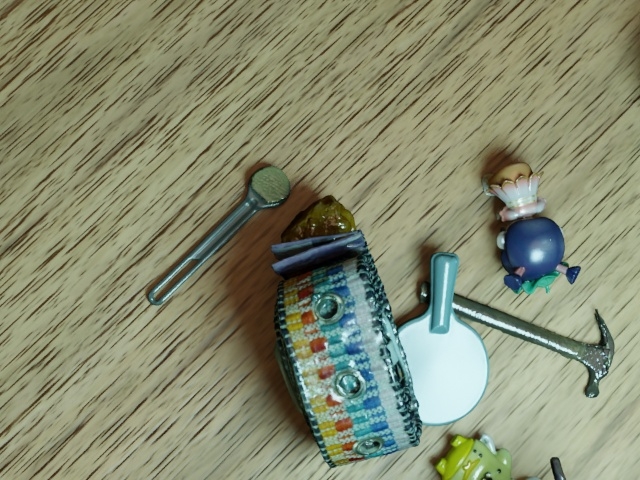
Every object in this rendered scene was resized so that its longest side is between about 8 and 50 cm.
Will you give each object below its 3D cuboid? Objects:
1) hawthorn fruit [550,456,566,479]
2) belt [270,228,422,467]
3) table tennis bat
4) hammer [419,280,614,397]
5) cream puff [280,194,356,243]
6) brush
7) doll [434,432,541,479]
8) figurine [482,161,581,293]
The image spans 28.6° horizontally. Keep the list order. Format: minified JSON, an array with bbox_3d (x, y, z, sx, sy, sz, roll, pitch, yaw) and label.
[{"bbox_3d":[0.275,0.473,1.590,0.308,0.308,0.325,44,93,3],"label":"hawthorn fruit"},{"bbox_3d":[0.023,0.154,1.644,0.160,0.207,0.295,-16,113,9],"label":"belt"},{"bbox_3d":[0.164,0.138,1.758,0.152,0.040,0.244,5,91,-1],"label":"table tennis bat"},{"bbox_3d":[0.278,0.123,1.794,0.297,0.027,0.125,20,79,-1],"label":"hammer"},{"bbox_3d":[0.000,0.000,1.741,0.094,0.122,0.116,50,39,-8],"label":"cream puff"},{"bbox_3d":[-0.144,-0.005,1.774,0.062,0.027,0.266,44,79,4],"label":"brush"},{"bbox_3d":[0.238,0.336,1.731,0.162,0.062,0.106,35,83,0],"label":"doll"},{"bbox_3d":[0.286,-0.016,1.781,0.111,0.102,0.195,-16,82,-5],"label":"figurine"}]
